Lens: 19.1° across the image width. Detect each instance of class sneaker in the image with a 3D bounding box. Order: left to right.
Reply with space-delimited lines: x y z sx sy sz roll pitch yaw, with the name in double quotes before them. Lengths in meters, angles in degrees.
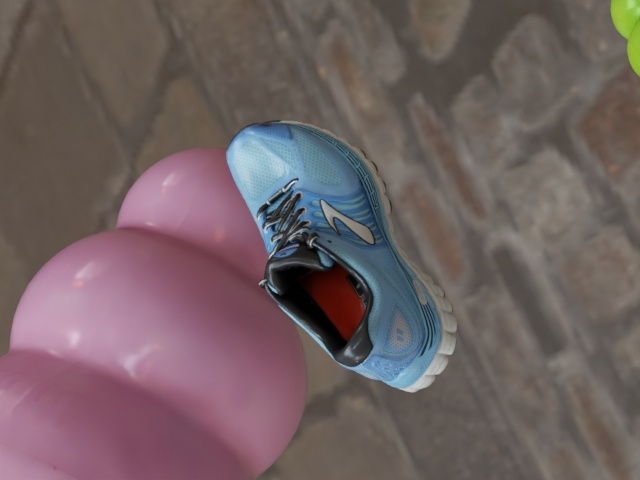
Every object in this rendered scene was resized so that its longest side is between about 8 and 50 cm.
"sneaker" 0.000 0.000 0.903 0.063 0.073 0.162 -52 56 24

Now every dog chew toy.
"dog chew toy" -0.102 0.088 1.097 0.206 0.332 0.206 24 159 10

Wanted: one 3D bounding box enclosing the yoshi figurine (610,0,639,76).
"yoshi figurine" 0.348 -0.183 1.083 0.203 0.362 0.203 -120 16 -72
